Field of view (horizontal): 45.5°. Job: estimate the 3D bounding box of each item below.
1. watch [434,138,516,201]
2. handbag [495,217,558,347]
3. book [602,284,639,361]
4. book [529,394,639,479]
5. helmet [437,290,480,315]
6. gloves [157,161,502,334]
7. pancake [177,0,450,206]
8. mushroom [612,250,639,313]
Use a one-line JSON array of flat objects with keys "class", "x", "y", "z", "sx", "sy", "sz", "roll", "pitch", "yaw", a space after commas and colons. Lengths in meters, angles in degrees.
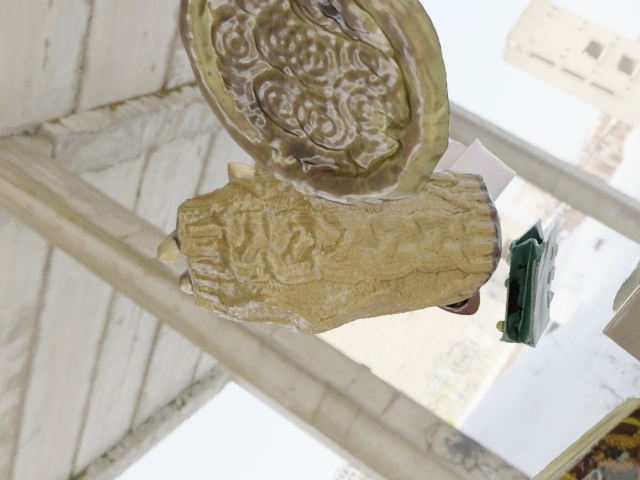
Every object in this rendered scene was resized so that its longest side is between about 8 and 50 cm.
[{"class": "watch", "x": 0.264, "y": -0.108, "z": 1.476, "sx": 0.244, "sy": 0.196, "sz": 0.231, "roll": -48, "pitch": -7, "yaw": -18}, {"class": "handbag", "x": 0.497, "y": 0.101, "z": 1.832, "sx": 0.274, "sy": 0.100, "sz": 0.269, "roll": -32, "pitch": -55, "yaw": -60}, {"class": "book", "x": 0.471, "y": 0.161, "z": 0.841, "sx": 0.021, "sy": 0.310, "sz": 0.217, "roll": -41, "pitch": -21, "yaw": -17}, {"class": "book", "x": 0.357, "y": 0.435, "z": 0.856, "sx": 0.300, "sy": 0.428, "sz": 0.039, "roll": -28, "pitch": 4, "yaw": -28}, {"class": "helmet", "x": 0.166, "y": 0.038, "z": 0.933, "sx": 0.057, "sy": 0.111, "sz": 0.089, "roll": -27, "pitch": -49, "yaw": -37}, {"class": "gloves", "x": 0.007, "y": -0.006, "z": 0.797, "sx": 0.155, "sy": 0.356, "sz": 0.203, "roll": 80, "pitch": -177, "yaw": -71}, {"class": "pancake", "x": -0.010, "y": -0.112, "z": 0.516, "sx": 0.029, "sy": 0.212, "sz": 0.235, "roll": -43, "pitch": 19, "yaw": -32}, {"class": "mushroom", "x": 0.769, "y": 0.153, "z": 1.436, "sx": 0.177, "sy": 0.397, "sz": 0.126, "roll": -54, "pitch": -18, "yaw": -20}]
